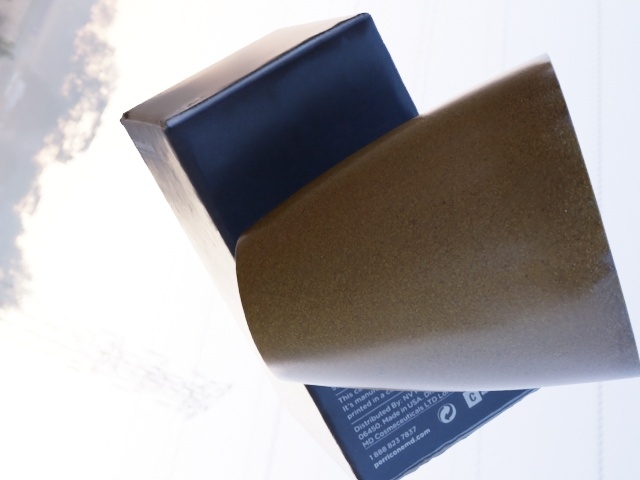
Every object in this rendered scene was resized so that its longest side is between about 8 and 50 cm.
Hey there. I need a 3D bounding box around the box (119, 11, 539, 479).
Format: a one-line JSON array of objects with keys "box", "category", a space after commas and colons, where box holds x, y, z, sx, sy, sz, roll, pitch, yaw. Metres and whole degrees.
[{"box": [0.000, 0.000, 1.057, 0.212, 0.395, 0.293, -32, -163, -11], "category": "box"}]

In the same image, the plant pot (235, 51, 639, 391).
[{"box": [0.077, 0.017, 0.771, 0.254, 0.237, 0.237, -17, -145, 13], "category": "plant pot"}]
